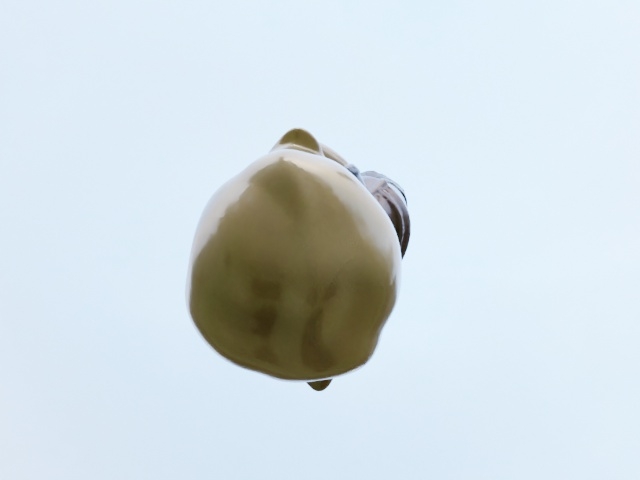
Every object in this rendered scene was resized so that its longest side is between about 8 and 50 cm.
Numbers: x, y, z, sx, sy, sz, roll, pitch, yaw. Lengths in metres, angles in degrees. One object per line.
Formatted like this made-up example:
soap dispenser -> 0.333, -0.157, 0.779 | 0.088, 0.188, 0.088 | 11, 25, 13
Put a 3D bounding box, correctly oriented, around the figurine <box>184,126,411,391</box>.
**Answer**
figurine -> 0.000, 0.000, 0.587 | 0.108, 0.196, 0.114 | 28, -69, 5
